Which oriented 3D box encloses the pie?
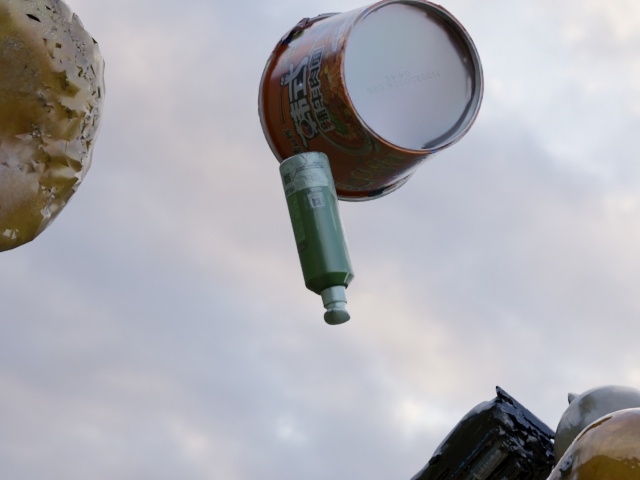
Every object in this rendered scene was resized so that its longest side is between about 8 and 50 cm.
[{"bbox_3d":[-0.298,-0.104,1.393,0.273,0.273,0.069,33,-8,-17],"label":"pie"}]

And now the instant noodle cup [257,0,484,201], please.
[{"bbox_3d":[0.072,-0.186,2.208,0.250,0.250,0.192,33,-21,-17],"label":"instant noodle cup"}]

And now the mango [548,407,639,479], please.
[{"bbox_3d":[0.284,0.251,1.534,0.176,0.139,0.254,-9,-51,19],"label":"mango"}]

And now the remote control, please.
[{"bbox_3d":[0.153,0.356,2.231,0.144,0.062,0.398,40,-58,9],"label":"remote control"}]

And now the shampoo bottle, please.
[{"bbox_3d":[0.000,0.000,2.071,0.065,0.204,0.065,-11,-20,-4],"label":"shampoo bottle"}]

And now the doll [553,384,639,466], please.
[{"bbox_3d":[0.404,0.288,2.007,0.330,0.174,0.235,36,15,-5],"label":"doll"}]
